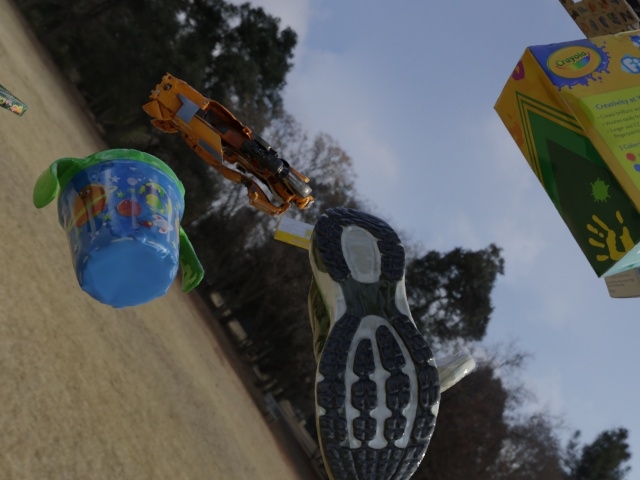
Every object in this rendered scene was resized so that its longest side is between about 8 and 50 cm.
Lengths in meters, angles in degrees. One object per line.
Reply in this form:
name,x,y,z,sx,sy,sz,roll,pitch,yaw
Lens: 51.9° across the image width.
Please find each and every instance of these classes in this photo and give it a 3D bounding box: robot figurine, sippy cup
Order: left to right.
sippy cup,-0.350,-0.009,1.179,0.224,0.306,0.240,-114,-147,-46
robot figurine,-0.138,-0.136,1.044,0.291,0.085,0.211,39,-5,-5

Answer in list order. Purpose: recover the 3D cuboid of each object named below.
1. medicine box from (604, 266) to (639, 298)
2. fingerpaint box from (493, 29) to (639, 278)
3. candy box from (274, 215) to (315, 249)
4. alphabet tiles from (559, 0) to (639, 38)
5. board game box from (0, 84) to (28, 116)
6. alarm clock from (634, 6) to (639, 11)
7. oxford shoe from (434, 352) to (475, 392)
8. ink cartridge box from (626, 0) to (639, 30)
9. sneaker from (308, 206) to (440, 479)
medicine box,0.695,-0.055,1.330,0.149,0.264,0.289,97,-22,-84
fingerpaint box,0.587,-0.174,1.117,0.163,0.445,0.371,106,-34,-58
candy box,0.000,0.000,1.489,0.206,0.027,0.105,18,18,-3
alphabet tiles,0.550,-0.446,1.294,0.237,0.009,0.198,47,2,-11
board game box,-0.651,-0.307,1.192,0.136,0.030,0.260,37,-1,7
alarm clock,0.427,-0.254,0.720,0.064,0.192,0.129,-61,-145,41
oxford shoe,0.137,0.295,1.384,0.449,0.169,0.130,-34,-103,52
ink cartridge box,0.663,-0.441,1.306,0.206,0.045,0.208,36,-11,-31
sneaker,0.050,0.157,0.885,0.182,0.158,0.410,108,-14,-48
